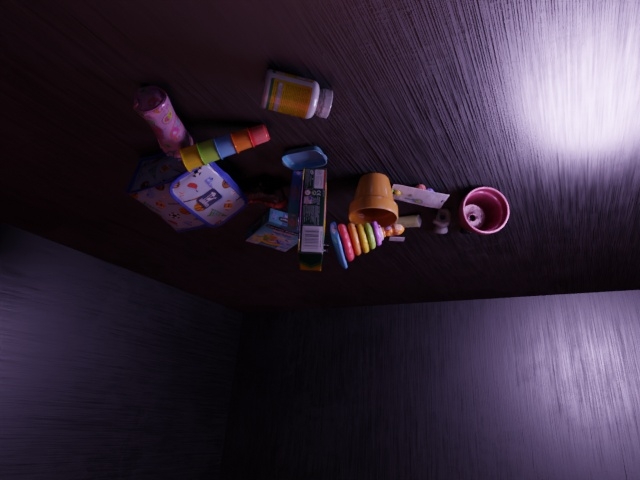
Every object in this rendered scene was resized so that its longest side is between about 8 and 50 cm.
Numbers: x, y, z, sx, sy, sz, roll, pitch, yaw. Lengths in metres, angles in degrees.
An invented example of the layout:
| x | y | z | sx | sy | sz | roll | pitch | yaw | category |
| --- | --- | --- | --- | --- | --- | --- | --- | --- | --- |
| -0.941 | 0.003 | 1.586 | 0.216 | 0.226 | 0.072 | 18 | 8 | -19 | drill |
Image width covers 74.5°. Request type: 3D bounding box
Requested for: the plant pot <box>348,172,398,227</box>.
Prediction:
| x | y | z | sx | sy | sz | roll | pitch | yaw | category |
| --- | --- | --- | --- | --- | --- | --- | --- | --- | --- |
| 0.224 | -0.175 | 1.784 | 0.205 | 0.187 | 0.205 | 3 | 157 | 1 | plant pot |

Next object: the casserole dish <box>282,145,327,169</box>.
| x | y | z | sx | sy | sz | roll | pitch | yaw | category |
| --- | --- | --- | --- | --- | --- | --- | --- | --- | --- |
| -0.063 | -0.330 | 1.669 | 0.189 | 0.036 | 0.114 | -6 | 154 | 23 | casserole dish |

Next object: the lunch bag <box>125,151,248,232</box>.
| x | y | z | sx | sy | sz | roll | pitch | yaw | category |
| --- | --- | --- | --- | --- | --- | --- | --- | --- | --- |
| -0.547 | -0.211 | 1.778 | 0.386 | 0.238 | 0.328 | -10 | 146 | 23 | lunch bag |

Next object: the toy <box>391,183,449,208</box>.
| x | y | z | sx | sy | sz | roll | pitch | yaw | category |
| --- | --- | --- | --- | --- | --- | --- | --- | --- | --- |
| 0.425 | -0.209 | 1.836 | 0.238 | 0.056 | 0.137 | 9 | 161 | 2 | toy |

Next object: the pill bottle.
| x | y | z | sx | sy | sz | roll | pitch | yaw | category |
| --- | --- | --- | --- | --- | --- | --- | --- | --- | --- |
| -0.073 | -0.444 | 1.298 | 0.209 | 0.117 | 0.117 | 9 | 157 | -13 | pill bottle |

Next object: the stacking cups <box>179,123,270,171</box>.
| x | y | z | sx | sy | sz | roll | pitch | yaw | category |
| --- | --- | --- | --- | --- | --- | --- | --- | --- | --- |
| -0.340 | -0.342 | 1.509 | 0.317 | 0.095 | 0.096 | -20 | 155 | 1 | stacking cups |

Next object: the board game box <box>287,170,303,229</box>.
| x | y | z | sx | sy | sz | roll | pitch | yaw | category |
| --- | --- | --- | --- | --- | --- | --- | --- | --- | --- |
| -0.111 | -0.172 | 1.828 | 0.047 | 0.210 | 0.160 | 6 | 156 | -3 | board game box |

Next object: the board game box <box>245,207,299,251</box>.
| x | y | z | sx | sy | sz | roll | pitch | yaw | category |
| --- | --- | --- | --- | --- | --- | --- | --- | --- | --- |
| -0.232 | -0.049 | 2.309 | 0.254 | 0.079 | 0.336 | 16 | 155 | -25 | board game box |

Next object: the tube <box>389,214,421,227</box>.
| x | y | z | sx | sy | sz | roll | pitch | yaw | category |
| --- | --- | --- | --- | --- | --- | --- | --- | --- | --- |
| 0.384 | -0.093 | 2.126 | 0.240 | 0.062 | 0.069 | -4 | 112 | 32 | tube |

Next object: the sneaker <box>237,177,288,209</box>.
| x | y | z | sx | sy | sz | roll | pitch | yaw | category |
| --- | --- | --- | --- | --- | --- | --- | --- | --- | --- |
| -0.279 | -0.226 | 1.885 | 0.276 | 0.097 | 0.135 | 12 | 138 | 16 | sneaker |

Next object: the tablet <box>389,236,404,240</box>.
| x | y | z | sx | sy | sz | roll | pitch | yaw | category |
| --- | --- | --- | --- | --- | --- | --- | --- | --- | --- |
| 0.430 | -0.008 | 2.371 | 0.084 | 0.006 | 0.054 | 3 | 157 | 4 | tablet |

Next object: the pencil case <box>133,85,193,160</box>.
| x | y | z | sx | sy | sz | roll | pitch | yaw | category |
| --- | --- | --- | --- | --- | --- | --- | --- | --- | --- |
| -0.545 | -0.404 | 1.478 | 0.124 | 0.124 | 0.284 | 3 | 157 | 4 | pencil case |

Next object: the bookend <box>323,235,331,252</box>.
| x | y | z | sx | sy | sz | roll | pitch | yaw | category |
| --- | --- | --- | --- | --- | --- | --- | --- | --- | --- |
| 0.000 | 0.000 | 2.388 | 0.158 | 0.072 | 0.156 | 13 | 155 | -20 | bookend |

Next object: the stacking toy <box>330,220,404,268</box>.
| x | y | z | sx | sy | sz | roll | pitch | yaw | category |
| --- | --- | --- | --- | --- | --- | --- | --- | --- | --- |
| 0.201 | -0.017 | 1.754 | 0.302 | 0.175 | 0.165 | -14 | 123 | 4 | stacking toy |

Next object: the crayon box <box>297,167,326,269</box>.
| x | y | z | sx | sy | sz | roll | pitch | yaw | category |
| --- | --- | --- | --- | --- | --- | --- | --- | --- | --- |
| -0.032 | -0.079 | 1.793 | 0.106 | 0.362 | 0.313 | 3 | 164 | 0 | crayon box |

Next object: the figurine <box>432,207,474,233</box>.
| x | y | z | sx | sy | sz | roll | pitch | yaw | category |
| --- | --- | --- | --- | --- | --- | --- | --- | --- | --- |
| 0.659 | -0.079 | 2.067 | 0.215 | 0.092 | 0.209 | 0 | 161 | 14 | figurine |

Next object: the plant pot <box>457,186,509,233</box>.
| x | y | z | sx | sy | sz | roll | pitch | yaw | category |
| --- | --- | --- | --- | --- | --- | --- | --- | --- | --- |
| 0.693 | -0.118 | 1.851 | 0.202 | 0.201 | 0.180 | 5 | 173 | 0 | plant pot |
